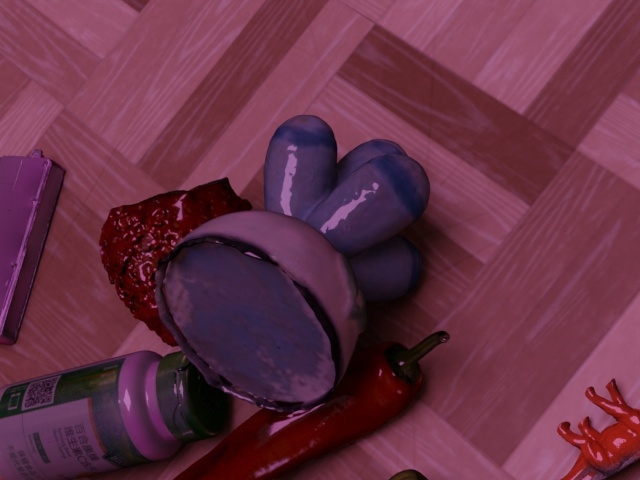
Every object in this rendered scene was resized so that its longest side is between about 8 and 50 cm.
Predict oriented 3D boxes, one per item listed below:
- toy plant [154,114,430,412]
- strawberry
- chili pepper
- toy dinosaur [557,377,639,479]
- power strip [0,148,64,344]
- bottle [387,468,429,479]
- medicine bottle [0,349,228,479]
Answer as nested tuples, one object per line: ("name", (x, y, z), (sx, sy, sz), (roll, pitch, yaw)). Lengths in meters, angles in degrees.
("toy plant", (0.000, 0.000, 1.576), (0.247, 0.247, 0.332), (12, 42, 30))
("strawberry", (-0.166, 0.032, 1.695), (0.184, 0.186, 0.202), (-43, 48, 46))
("chili pepper", (-0.010, 0.207, 1.565), (0.368, 0.137, 0.092), (-35, 92, 3))
("toy dinosaur", (0.317, 0.186, 1.455), (0.279, 0.055, 0.101), (-42, 67, 4))
("power strip", (-0.427, 0.011, 1.910), (0.109, 0.037, 0.279), (5, 72, 29))
("bottle", (0.030, 0.358, 1.491), (0.260, 0.112, 0.112), (-41, 57, 6))
("medicine bottle", (-0.251, 0.207, 1.685), (0.274, 0.133, 0.133), (-16, 63, 20))
